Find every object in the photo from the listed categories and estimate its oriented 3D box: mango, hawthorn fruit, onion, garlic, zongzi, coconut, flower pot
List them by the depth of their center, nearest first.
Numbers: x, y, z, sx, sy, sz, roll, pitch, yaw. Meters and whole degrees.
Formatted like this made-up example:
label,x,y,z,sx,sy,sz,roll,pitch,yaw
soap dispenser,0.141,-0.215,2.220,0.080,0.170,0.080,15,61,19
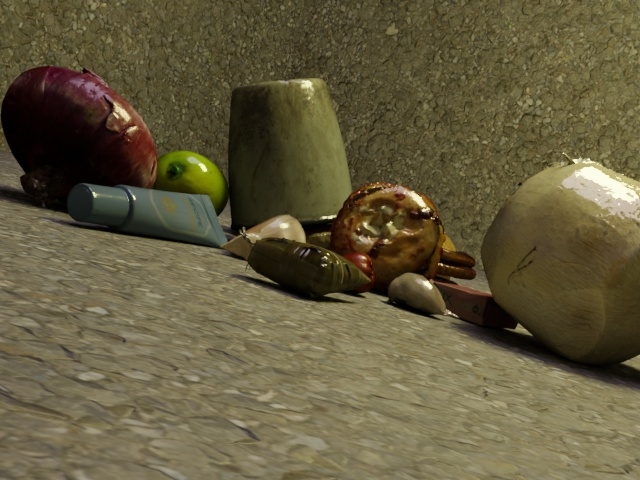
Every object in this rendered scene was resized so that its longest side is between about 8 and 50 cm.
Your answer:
label,x,y,z,sx,sy,sz,roll,pitch,yaw
zongzi,-0.028,0.041,1.511,0.189,0.081,0.178,19,6,32
coconut,0.488,0.050,1.570,0.360,0.346,0.346,41,17,30
garlic,0.182,0.097,1.638,0.084,0.066,0.152,15,1,-34
hawthorn fruit,0.054,0.063,1.658,0.093,0.081,0.081,-15,-4,14
onion,-0.511,-0.179,1.815,0.347,0.285,0.347,20,-37,16
garlic,-0.103,0.005,1.865,0.148,0.128,0.266,27,-7,3
mango,-0.315,-0.107,2.046,0.192,0.156,0.343,23,-12,-12
flower pot,-0.074,-0.197,2.050,0.293,0.330,0.293,-4,5,0

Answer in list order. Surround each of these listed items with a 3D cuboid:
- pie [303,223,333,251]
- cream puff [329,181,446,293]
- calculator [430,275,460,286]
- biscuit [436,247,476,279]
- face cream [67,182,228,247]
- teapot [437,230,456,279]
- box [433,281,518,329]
label,x,y,z,sx,sy,sz,roll,pitch,yaw
pie,0.000,0.000,2.018,0.193,0.079,0.163,-10,4,-38
cream puff,0.139,0.000,1.828,0.240,0.240,0.164,15,-18,13
calculator,0.154,0.078,2.014,0.329,0.048,0.220,14,3,41
biscuit,0.247,0.041,2.016,0.220,0.066,0.220,11,0,0
face cream,-0.319,-0.053,1.724,0.385,0.086,0.135,8,52,-56
teapot,0.248,0.014,2.248,0.203,0.167,0.311,12,-10,20
box,0.301,0.127,1.741,0.111,0.060,0.156,12,2,-39
